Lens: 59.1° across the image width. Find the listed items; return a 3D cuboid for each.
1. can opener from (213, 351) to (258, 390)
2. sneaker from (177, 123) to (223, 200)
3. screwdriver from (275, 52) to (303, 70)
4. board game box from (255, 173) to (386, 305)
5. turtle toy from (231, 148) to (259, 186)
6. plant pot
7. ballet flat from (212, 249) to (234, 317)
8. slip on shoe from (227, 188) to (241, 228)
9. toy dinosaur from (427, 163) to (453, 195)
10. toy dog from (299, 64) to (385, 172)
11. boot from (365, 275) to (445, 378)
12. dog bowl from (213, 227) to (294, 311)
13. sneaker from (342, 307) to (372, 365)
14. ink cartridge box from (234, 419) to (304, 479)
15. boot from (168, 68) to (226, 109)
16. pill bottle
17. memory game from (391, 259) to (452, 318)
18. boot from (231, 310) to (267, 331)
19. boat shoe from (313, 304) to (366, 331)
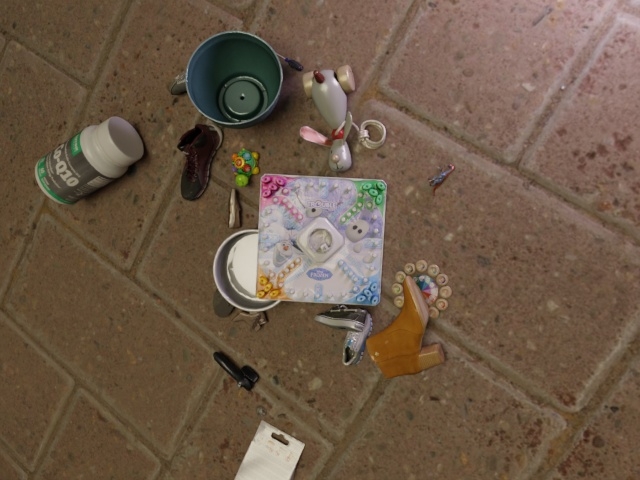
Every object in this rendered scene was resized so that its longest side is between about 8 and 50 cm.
[{"bbox_3d":[-0.301,0.451,1.952,0.186,0.073,0.059,31,142,21],"label":"can opener"},{"bbox_3d":[-0.444,-0.272,1.913,0.106,0.162,0.282,25,101,19],"label":"sneaker"},{"bbox_3d":[-0.126,-0.599,1.846,0.169,0.025,0.024,35,104,16],"label":"screwdriver"},{"bbox_3d":[0.000,0.000,1.732,0.389,0.050,0.391,3,93,1],"label":"board game box"},{"bbox_3d":[-0.259,-0.244,1.891,0.095,0.066,0.130,-1,92,22],"label":"turtle toy"},{"bbox_3d":[-0.260,-0.478,1.789,0.292,0.196,0.294,0,83,1],"label":"plant pot"},{"bbox_3d":[-0.315,0.144,1.943,0.084,0.058,0.250,12,102,4],"label":"ballet flat"},{"bbox_3d":[-0.291,-0.108,1.926,0.041,0.051,0.136,3,84,-18],"label":"slip on shoe"},{"bbox_3d":[0.359,-0.190,1.671,0.082,0.047,0.090,-17,119,13],"label":"toy dinosaur"},{"bbox_3d":[0.033,-0.389,1.717,0.220,0.161,0.334,-31,81,20],"label":"toy dog"},{"bbox_3d":[0.227,0.268,1.687,0.211,0.104,0.295,-19,95,23],"label":"boot"},{"bbox_3d":[-0.207,0.091,1.831,0.264,0.104,0.265,1,95,8],"label":"dog bowl"},{"bbox_3d":[0.109,0.305,1.758,0.071,0.083,0.191,12,95,23],"label":"sneaker"},{"bbox_3d":[-0.166,0.753,1.917,0.180,0.056,0.225,22,82,20],"label":"ink cartridge box"},{"bbox_3d":[-0.407,-0.496,1.946,0.189,0.076,0.209,-36,86,22],"label":"boot"},{"bbox_3d":[-0.834,-0.290,2.048,0.360,0.204,0.204,-26,83,21],"label":"pill bottle"},{"bbox_3d":[0.304,0.153,1.710,0.186,0.012,0.187,1,92,22],"label":"memory game"},{"bbox_3d":[-0.239,0.273,1.921,0.118,0.042,0.087,-40,86,26],"label":"boot"},{"bbox_3d":[0.064,0.238,1.753,0.219,0.077,0.070,-2,64,52],"label":"boat shoe"}]
